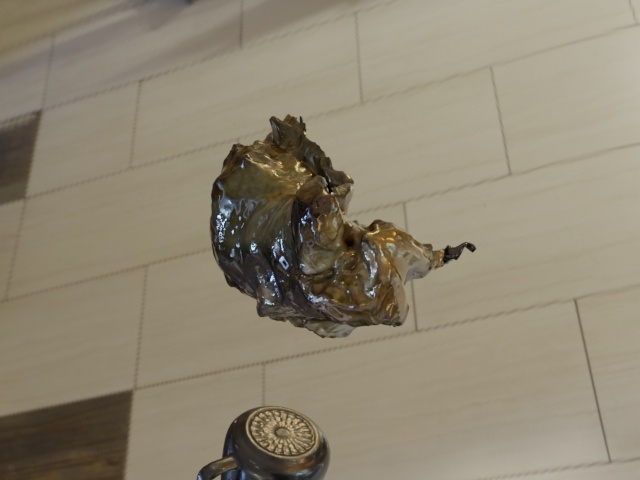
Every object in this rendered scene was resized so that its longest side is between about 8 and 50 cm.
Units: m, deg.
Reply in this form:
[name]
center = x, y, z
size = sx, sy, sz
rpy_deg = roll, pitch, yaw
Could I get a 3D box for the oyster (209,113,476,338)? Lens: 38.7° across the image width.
[oyster]
center = 0.002, 0.008, 0.676
size = 0.133, 0.197, 0.337
rpy_deg = -34, 14, -13

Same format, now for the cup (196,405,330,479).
[cup]
center = -0.101, 0.371, 1.439
size = 0.223, 0.176, 0.169
rpy_deg = -8, 39, -35
